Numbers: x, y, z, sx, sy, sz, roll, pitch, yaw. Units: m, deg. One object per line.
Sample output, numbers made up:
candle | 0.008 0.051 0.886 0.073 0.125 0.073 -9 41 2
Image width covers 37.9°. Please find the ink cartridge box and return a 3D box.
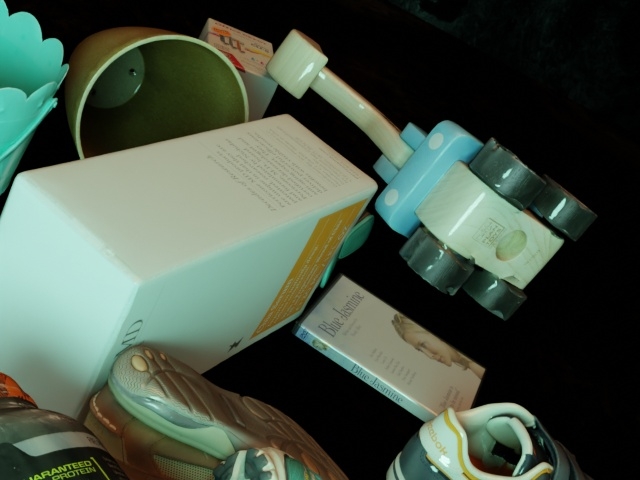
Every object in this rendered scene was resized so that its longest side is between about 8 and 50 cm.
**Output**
ink cartridge box | -0.158 -0.275 1.592 0.128 0.127 0.176 19 28 -19

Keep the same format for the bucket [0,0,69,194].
bucket | -0.456 -0.177 1.085 0.281 0.183 0.281 22 28 -13

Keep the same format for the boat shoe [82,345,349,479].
boat shoe | -0.086 0.214 0.869 0.324 0.116 0.123 36 5 -30

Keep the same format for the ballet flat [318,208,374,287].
ballet flat | 0.000 0.000 1.340 0.096 0.095 0.280 24 16 9

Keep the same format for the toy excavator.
toy excavator | 0.147 -0.126 1.483 0.433 0.222 0.445 27 16 -40

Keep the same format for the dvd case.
dvd case | 0.099 0.148 1.248 0.253 0.022 0.180 33 28 6

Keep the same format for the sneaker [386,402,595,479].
sneaker | 0.241 0.274 1.069 0.321 0.127 0.126 17 29 -27

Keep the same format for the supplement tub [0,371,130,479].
supplement tub | -0.180 0.256 0.603 0.338 0.207 0.207 45 31 25

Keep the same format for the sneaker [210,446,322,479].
sneaker | -0.023 0.299 0.729 0.110 0.107 0.275 28 49 -42

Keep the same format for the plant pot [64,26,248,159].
plant pot | -0.263 -0.203 1.304 0.237 0.237 0.254 7 21 -36

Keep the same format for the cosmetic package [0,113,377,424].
cosmetic package | -0.142 0.021 1.007 0.161 0.230 0.453 39 30 16
